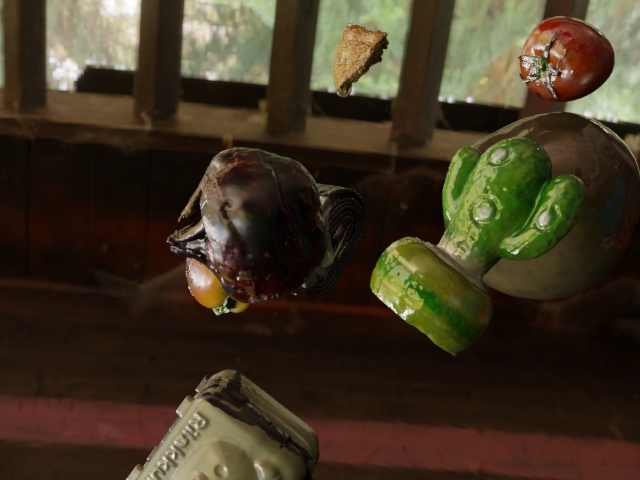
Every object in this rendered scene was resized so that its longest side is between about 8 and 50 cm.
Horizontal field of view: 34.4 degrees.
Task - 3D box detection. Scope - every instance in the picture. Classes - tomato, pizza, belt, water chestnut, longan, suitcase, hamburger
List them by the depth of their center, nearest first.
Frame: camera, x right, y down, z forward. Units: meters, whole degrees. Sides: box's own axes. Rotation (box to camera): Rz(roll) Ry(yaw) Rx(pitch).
[{"bbox_3d":[0.399,-0.064,1.871,0.361,0.361,0.361,6,-155,-3],"label":"longan"},{"bbox_3d":[0.453,-0.332,1.879,0.167,0.167,0.167,6,-155,-3],"label":"tomato"},{"bbox_3d":[-0.125,-0.028,1.906,0.244,0.289,0.289,2,-162,36],"label":"water chestnut"},{"bbox_3d":[-0.163,0.461,1.960,0.339,0.351,0.194,37,-162,3],"label":"suitcase"},{"bbox_3d":[0.095,-0.434,2.387,0.062,0.161,0.182,30,-136,-37],"label":"pizza"},{"bbox_3d":[0.000,0.000,2.485,0.164,0.184,0.289,11,-115,42],"label":"belt"},{"bbox_3d":[-0.255,0.069,2.618,0.170,0.246,0.246,10,-157,-22],"label":"hamburger"}]

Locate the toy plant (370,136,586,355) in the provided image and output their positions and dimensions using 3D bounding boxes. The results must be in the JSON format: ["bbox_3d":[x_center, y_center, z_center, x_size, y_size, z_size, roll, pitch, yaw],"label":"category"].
[{"bbox_3d":[0.225,-0.008,1.497,0.184,0.316,0.224,31,-169,-48],"label":"toy plant"}]
